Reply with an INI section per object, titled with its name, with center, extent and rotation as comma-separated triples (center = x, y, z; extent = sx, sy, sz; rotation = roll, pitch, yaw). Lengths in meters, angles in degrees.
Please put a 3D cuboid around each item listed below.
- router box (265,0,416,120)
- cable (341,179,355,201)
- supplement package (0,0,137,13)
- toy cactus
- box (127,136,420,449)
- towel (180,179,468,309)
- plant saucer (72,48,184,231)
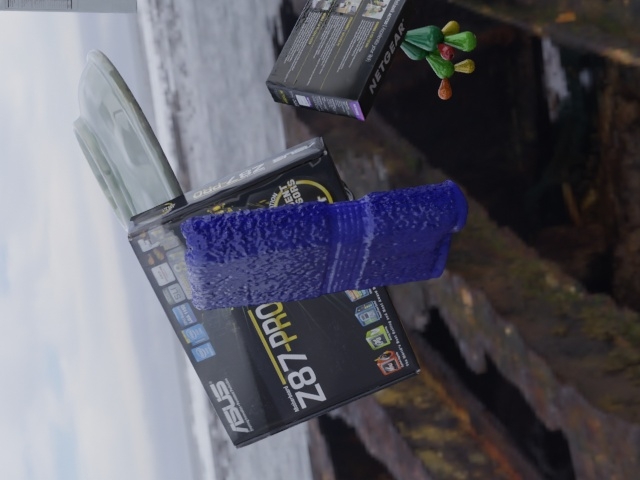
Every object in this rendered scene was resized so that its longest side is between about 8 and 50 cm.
[router box]
center = 0.027, -0.246, 1.495
extent = 0.179, 0.133, 0.046
rotation = -65, -27, -22
[cable]
center = -0.012, -0.076, 2.166
extent = 0.184, 0.150, 0.047
rotation = -126, 37, -48
[supplement package]
center = -0.386, -0.427, 1.761
extent = 0.194, 0.203, 0.149
rotation = -128, 39, -66
[toy cactus]
center = 0.124, -0.289, 1.772
extent = 0.219, 0.180, 0.112
rotation = 14, 88, 49
[box]
center = -0.065, 0.083, 1.772
extent = 0.097, 0.318, 0.395
rotation = -102, -10, -69
[towel]
center = 0.000, 0.000, 1.321
extent = 0.227, 0.308, 0.076
rotation = 99, 162, -69
[plant saucer]
center = -0.335, -0.127, 2.015
extent = 0.400, 0.100, 0.400
rotation = 58, 168, 20
